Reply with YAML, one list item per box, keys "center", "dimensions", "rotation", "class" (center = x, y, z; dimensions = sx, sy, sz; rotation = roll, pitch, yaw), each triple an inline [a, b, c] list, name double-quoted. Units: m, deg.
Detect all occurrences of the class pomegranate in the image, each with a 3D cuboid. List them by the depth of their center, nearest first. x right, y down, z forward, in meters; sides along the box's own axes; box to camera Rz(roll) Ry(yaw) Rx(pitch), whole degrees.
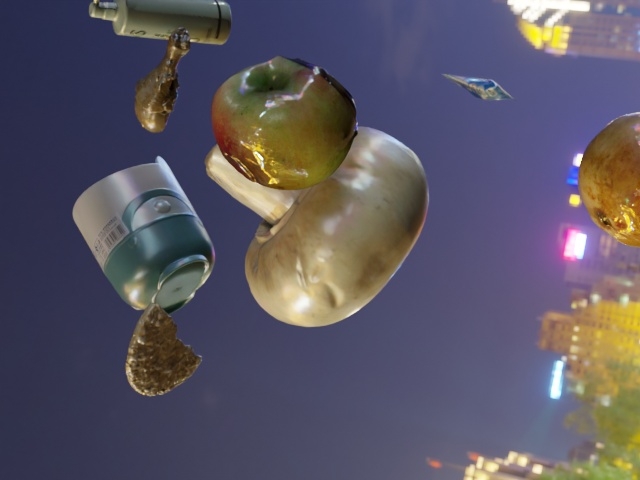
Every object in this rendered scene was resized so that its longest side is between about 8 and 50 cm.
- center: [0.608, -0.121, 1.821]
  dimensions: [0.270, 0.229, 0.252]
  rotation: [-35, -36, -13]
  class: "pomegranate"

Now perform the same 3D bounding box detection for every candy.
- center: [0.316, -0.305, 1.998]
  dimensions: [0.088, 0.136, 0.038]
  rotation: [10, -82, -58]
  class: "candy"

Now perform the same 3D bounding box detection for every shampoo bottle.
- center: [-0.300, -0.417, 1.863]
  dimensions: [0.262, 0.085, 0.085]
  rotation: [-1, -76, -29]
  class: "shampoo bottle"

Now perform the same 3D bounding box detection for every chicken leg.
- center: [-0.280, -0.289, 1.778]
  dimensions: [0.198, 0.069, 0.085]
  rotation: [-63, 30, 26]
  class: "chicken leg"

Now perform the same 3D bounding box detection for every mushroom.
- center: [0.013, -0.045, 1.658]
  dimensions: [0.325, 0.353, 0.353]
  rotation: [-22, -53, -27]
  class: "mushroom"

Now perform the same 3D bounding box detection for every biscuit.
- center: [-0.293, 0.217, 1.807]
  dimensions: [0.133, 0.032, 0.250]
  rotation: [-54, -27, -20]
  class: "biscuit"

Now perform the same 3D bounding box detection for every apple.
- center: [-0.050, -0.157, 1.422]
  dimensions: [0.188, 0.207, 0.173]
  rotation: [80, -173, -51]
  class: "apple"

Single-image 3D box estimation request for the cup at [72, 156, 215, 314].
- center: [-0.353, 0.014, 2.001]
  dimensions: [0.219, 0.257, 0.289]
  rotation: [-17, -26, -37]
  class: "cup"
